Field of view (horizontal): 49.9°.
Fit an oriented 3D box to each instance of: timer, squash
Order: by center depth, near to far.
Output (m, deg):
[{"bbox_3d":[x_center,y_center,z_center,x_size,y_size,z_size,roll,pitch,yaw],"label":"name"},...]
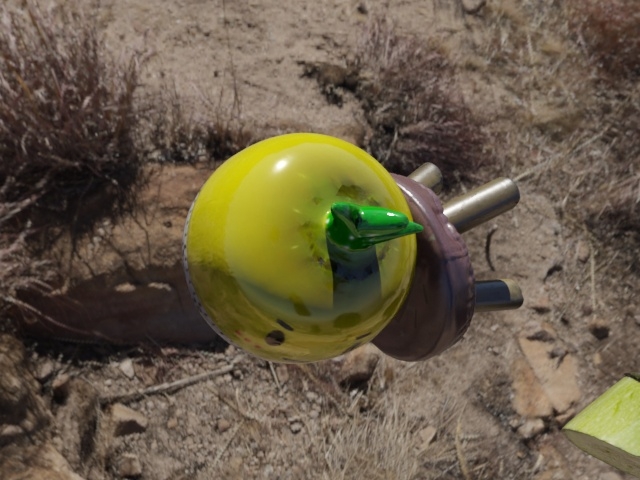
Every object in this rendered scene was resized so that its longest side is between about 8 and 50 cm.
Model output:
[{"bbox_3d":[0.000,0.000,0.746,0.285,0.285,0.285,2,55,-2],"label":"timer"},{"bbox_3d":[0.472,0.307,0.978,0.133,0.220,0.220,-40,64,-3],"label":"squash"}]

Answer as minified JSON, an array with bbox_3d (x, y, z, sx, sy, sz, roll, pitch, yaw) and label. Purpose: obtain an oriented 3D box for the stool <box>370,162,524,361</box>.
[{"bbox_3d":[0.146,0.017,0.968,0.179,0.272,0.272,-19,58,-29],"label":"stool"}]
